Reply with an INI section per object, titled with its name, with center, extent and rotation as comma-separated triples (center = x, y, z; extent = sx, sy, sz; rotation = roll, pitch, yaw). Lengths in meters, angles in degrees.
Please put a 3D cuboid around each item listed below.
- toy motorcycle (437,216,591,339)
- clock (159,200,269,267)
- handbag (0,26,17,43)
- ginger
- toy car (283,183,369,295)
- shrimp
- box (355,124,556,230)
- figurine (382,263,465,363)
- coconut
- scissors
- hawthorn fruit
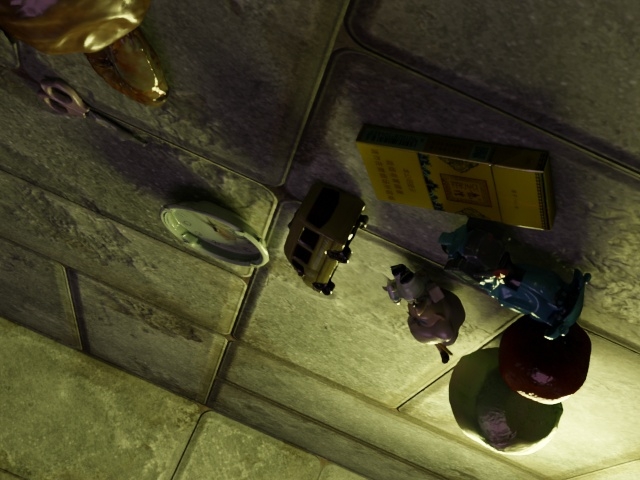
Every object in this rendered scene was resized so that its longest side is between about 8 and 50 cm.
[toy motorcycle]
center = 0.314, 0.064, 1.455
extent = 0.272, 0.123, 0.182
rotation = 33, 165, -22
[clock]
center = -0.205, -0.022, 1.828
extent = 0.237, 0.053, 0.236
rotation = 21, 158, 9
[handbag]
center = -0.501, -0.405, 1.278
extent = 0.223, 0.080, 0.247
rotation = 33, 158, -3
[ginger]
center = -0.284, -0.344, 1.054
extent = 0.269, 0.200, 0.223
rotation = -43, 155, 25
[toy car]
center = 0.000, 0.000, 1.630
extent = 0.124, 0.101, 0.256
rotation = 28, 155, 2
[shrimp]
center = -0.305, -0.287, 1.360
extent = 0.154, 0.062, 0.294
rotation = 26, 159, 9
[box]
center = 0.197, -0.092, 1.333
extent = 0.279, 0.041, 0.153
rotation = 12, 153, 25
[figurine]
center = 0.201, 0.124, 1.704
extent = 0.229, 0.112, 0.137
rotation = 52, 172, -36
[coconut]
center = 0.368, 0.318, 1.837
extent = 0.236, 0.204, 0.236
rotation = 11, -177, -1
[scissors]
center = -0.406, -0.220, 1.640
extent = 0.212, 0.021, 0.110
rotation = 31, 157, -15
[hawthorn fruit]
center = 0.391, 0.213, 1.628
extent = 0.169, 0.169, 0.188
rotation = 21, 145, 7
